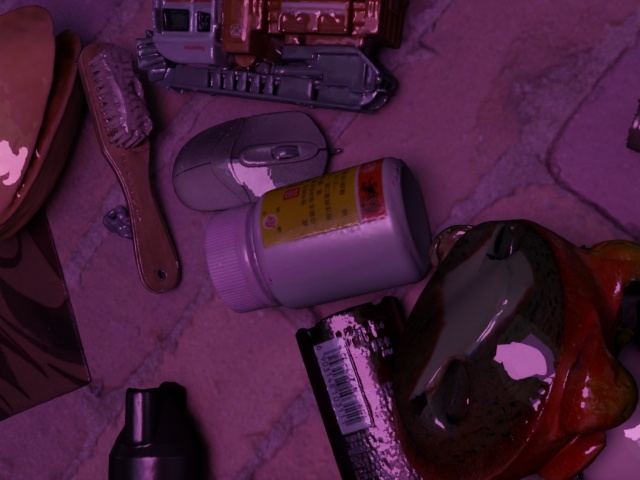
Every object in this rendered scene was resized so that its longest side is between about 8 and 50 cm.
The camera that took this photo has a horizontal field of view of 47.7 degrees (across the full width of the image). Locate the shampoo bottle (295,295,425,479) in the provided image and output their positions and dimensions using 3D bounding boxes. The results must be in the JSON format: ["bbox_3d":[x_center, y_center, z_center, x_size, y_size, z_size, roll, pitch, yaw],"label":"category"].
[{"bbox_3d":[0.079,0.230,0.777,0.129,0.084,0.323,-22,78,6],"label":"shampoo bottle"}]

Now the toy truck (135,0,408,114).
[{"bbox_3d":[-0.071,-0.252,0.861,0.338,0.133,0.185,7,98,18],"label":"toy truck"}]

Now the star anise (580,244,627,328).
[{"bbox_3d":[0.249,0.068,0.753,0.140,0.042,0.141,-4,80,23],"label":"star anise"}]

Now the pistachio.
[{"bbox_3d":[-0.411,-0.148,0.933,0.213,0.193,0.318,27,90,35],"label":"pistachio"}]

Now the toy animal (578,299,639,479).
[{"bbox_3d":[0.323,0.143,0.644,0.187,0.165,0.235,36,101,-4],"label":"toy animal"}]

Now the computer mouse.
[{"bbox_3d":[-0.089,-0.092,0.881,0.228,0.068,0.113,-10,82,19],"label":"computer mouse"}]

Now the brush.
[{"bbox_3d":[-0.230,-0.095,0.905,0.065,0.069,0.328,-15,89,54],"label":"brush"}]

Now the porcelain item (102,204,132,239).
[{"bbox_3d":[-0.253,-0.018,0.955,0.083,0.028,0.036,29,78,22],"label":"porcelain item"}]

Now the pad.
[{"bbox_3d":[-0.453,0.081,1.029,0.219,0.004,0.330,-24,76,16],"label":"pad"}]

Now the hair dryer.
[{"bbox_3d":[-0.276,0.302,0.896,0.302,0.116,0.245,-7,79,26],"label":"hair dryer"}]

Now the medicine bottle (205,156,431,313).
[{"bbox_3d":[0.000,0.000,0.800,0.225,0.139,0.139,-15,79,18],"label":"medicine bottle"}]

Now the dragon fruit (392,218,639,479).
[{"bbox_3d":[0.160,0.096,0.646,0.130,0.268,0.295,31,109,-18],"label":"dragon fruit"}]

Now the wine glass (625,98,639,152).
[{"bbox_3d":[0.402,-0.087,0.705,0.198,0.066,0.066,20,91,21],"label":"wine glass"}]
